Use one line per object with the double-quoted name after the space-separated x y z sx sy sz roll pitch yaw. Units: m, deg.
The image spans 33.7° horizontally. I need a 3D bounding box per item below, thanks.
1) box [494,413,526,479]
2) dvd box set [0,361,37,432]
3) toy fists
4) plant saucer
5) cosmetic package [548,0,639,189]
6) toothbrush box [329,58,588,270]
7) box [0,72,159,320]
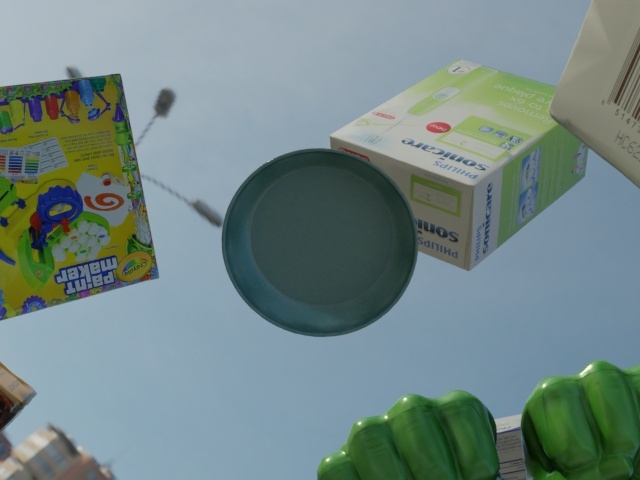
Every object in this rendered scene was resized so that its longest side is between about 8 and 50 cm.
0.231 0.313 1.401 0.126 0.072 0.137 -15 -86 18 "box"
-0.451 0.075 0.698 0.420 0.307 0.062 44 -5 -4 "dvd box set"
0.134 0.159 0.739 0.142 0.279 0.096 83 -2 -49 "toy fists"
0.000 0.000 0.648 0.119 0.119 0.021 57 12 -12 "plant saucer"
0.464 -0.127 0.954 0.230 0.453 0.161 54 -43 45 "cosmetic package"
0.176 -0.103 1.302 0.206 0.283 0.122 24 -48 33 "toothbrush box"
-0.394 -0.052 1.348 0.177 0.290 0.279 -4 -82 47 "box"
